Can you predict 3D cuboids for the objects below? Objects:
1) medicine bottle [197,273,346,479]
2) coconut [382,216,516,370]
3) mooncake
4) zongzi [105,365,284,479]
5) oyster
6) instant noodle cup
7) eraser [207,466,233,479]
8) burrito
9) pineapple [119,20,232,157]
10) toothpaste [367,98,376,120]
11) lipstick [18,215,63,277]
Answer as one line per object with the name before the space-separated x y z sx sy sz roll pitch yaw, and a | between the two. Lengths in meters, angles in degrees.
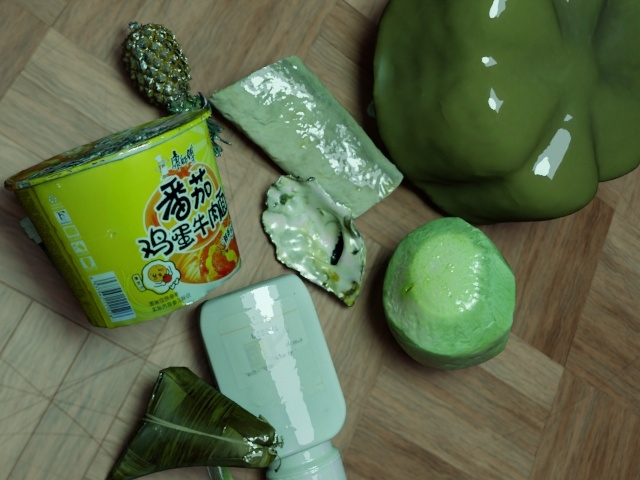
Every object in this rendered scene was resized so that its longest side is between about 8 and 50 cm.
medicine bottle | -0.057 0.203 1.129 0.161 0.111 0.296 -19 88 -14
coconut | 0.193 0.085 1.231 0.204 0.236 0.236 -43 102 -3
mooncake | 0.316 -0.253 1.289 0.467 0.262 0.467 -4 97 -37
zongzi | -0.158 0.278 1.037 0.187 0.084 0.184 29 85 17
oyster | 0.002 -0.009 1.221 0.209 0.072 0.133 37 102 -3
instant noodle cup | -0.221 -0.027 1.007 0.264 0.264 0.200 -29 108 -29
eraser | -0.138 0.305 1.109 0.019 0.038 0.083 -18 90 -34
burrito | -0.013 -0.159 1.224 0.299 0.105 0.143 42 69 -17
pineapple | -0.213 -0.202 1.137 0.103 0.083 0.221 -28 94 -17
toothpaste | 0.190 -0.339 1.389 0.099 0.061 0.392 36 69 -23
lipstick | -0.340 0.015 1.059 0.037 0.037 0.116 -37 103 -28
